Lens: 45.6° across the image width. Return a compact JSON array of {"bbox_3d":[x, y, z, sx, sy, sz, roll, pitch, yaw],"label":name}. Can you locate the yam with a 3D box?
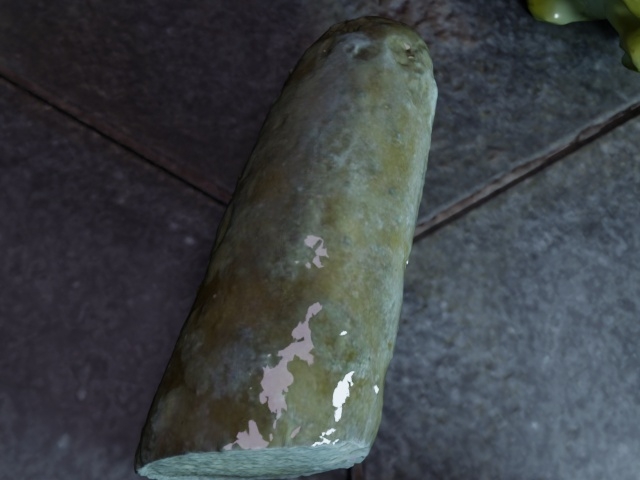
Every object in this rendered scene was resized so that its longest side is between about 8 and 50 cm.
[{"bbox_3d":[0.000,0.000,0.481,0.133,0.133,0.330,19,68,-5],"label":"yam"}]

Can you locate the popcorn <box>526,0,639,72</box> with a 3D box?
[{"bbox_3d":[0.291,-0.246,0.549,0.277,0.225,0.276,2,78,-10],"label":"popcorn"}]
